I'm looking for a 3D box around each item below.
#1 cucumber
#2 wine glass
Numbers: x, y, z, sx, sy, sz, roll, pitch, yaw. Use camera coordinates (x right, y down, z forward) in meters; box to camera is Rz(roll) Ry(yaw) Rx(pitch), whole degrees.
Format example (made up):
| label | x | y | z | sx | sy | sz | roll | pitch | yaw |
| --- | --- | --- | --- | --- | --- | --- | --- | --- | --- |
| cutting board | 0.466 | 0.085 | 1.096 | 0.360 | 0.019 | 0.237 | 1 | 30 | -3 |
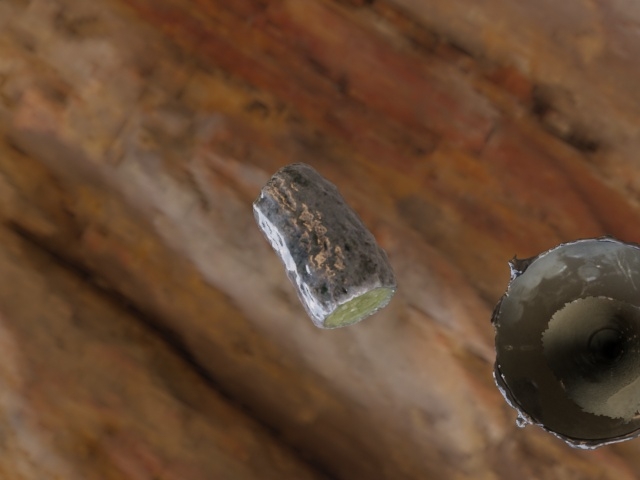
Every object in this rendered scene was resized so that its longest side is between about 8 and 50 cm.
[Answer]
| label | x | y | z | sx | sy | sz | roll | pitch | yaw |
| --- | --- | --- | --- | --- | --- | --- | --- | --- | --- |
| cucumber | 0.001 | 0.002 | 1.132 | 0.112 | 0.064 | 0.064 | 58 | -177 | 25 |
| wine glass | 0.172 | 0.062 | 1.033 | 0.122 | 0.122 | 0.183 | 28 | -177 | 15 |
